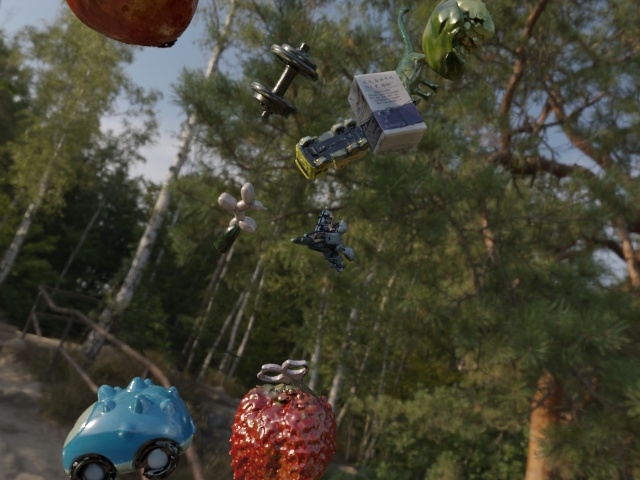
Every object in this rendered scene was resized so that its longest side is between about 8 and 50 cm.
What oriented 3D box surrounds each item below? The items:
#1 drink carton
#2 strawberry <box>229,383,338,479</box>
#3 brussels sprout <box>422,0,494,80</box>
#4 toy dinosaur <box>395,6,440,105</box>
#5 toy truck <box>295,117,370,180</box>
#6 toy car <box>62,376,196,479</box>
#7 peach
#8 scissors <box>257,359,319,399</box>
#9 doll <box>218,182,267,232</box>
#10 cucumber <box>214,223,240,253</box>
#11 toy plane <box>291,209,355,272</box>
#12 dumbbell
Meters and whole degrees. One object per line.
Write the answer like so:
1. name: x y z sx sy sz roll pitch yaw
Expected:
1. drink carton: 0.181 -0.358 1.441 0.134 0.222 0.102 -14 -24 -17
2. strawberry: -0.106 0.543 1.316 0.267 0.351 0.312 24 -14 -21
3. brussels sprout: 0.231 -0.361 0.914 0.100 0.181 0.139 -1 -43 -17
4. toy dinosaur: 0.231 -0.537 1.594 0.301 0.447 0.087 39 -14 21
5. toy truck: 0.044 -0.307 1.801 0.272 0.124 0.157 -27 -20 -22
6. toy car: -0.387 0.377 1.045 0.255 0.190 0.188 -11 1 -8
7. peach: -0.491 -0.674 1.336 0.370 0.370 0.370 12 -19 4
8. scissors: -0.043 0.274 0.995 0.100 0.015 0.189 -19 -42 15
9. doll: -0.256 -0.097 1.702 0.161 0.059 0.160 -22 -64 22
10. cucumber: -0.282 -0.010 1.577 0.048 0.105 0.048 35 19 -13
11. toy plane: 0.007 -0.002 1.287 0.078 0.169 0.246 -17 -11 23
12. dumbbell: -0.124 -0.551 1.789 0.192 0.290 0.192 32 9 -6
